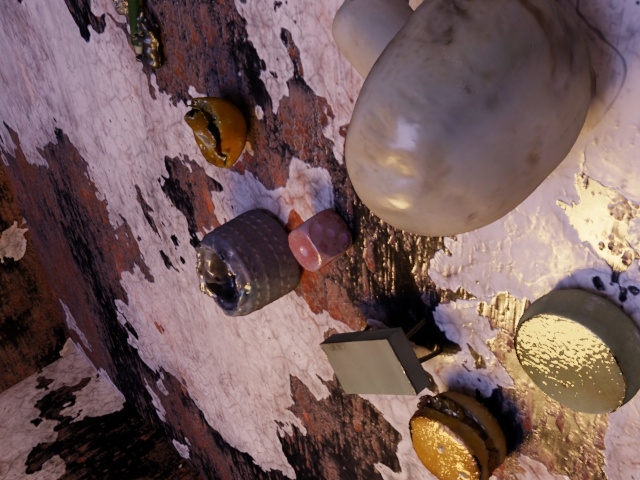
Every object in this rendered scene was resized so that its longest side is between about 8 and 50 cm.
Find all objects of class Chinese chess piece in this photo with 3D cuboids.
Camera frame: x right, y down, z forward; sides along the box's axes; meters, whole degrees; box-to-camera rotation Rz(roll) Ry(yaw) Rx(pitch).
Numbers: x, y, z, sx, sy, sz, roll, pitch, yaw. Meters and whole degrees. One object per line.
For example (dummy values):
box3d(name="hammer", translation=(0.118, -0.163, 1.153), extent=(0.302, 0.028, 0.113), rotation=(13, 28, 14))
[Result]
box3d(name="Chinese chess piece", translation=(0.374, 0.159, 1.074), extent=(0.188, 0.083, 0.188), rotation=(32, 140, 31))

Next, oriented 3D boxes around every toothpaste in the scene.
box3d(name="toothpaste", translation=(-0.401, -0.490, 1.622), extent=(0.031, 0.049, 0.204), rotation=(27, 144, 10))

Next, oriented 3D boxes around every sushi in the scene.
box3d(name="sushi", translation=(-0.427, -0.535, 1.629), extent=(0.046, 0.044, 0.083), rotation=(6, 127, 27))

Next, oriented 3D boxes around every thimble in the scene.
box3d(name="thimble", translation=(-0.168, 0.056, 1.654), extent=(0.205, 0.172, 0.236), rotation=(56, 151, 9))

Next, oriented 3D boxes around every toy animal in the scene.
box3d(name="toy animal", translation=(-0.375, -0.438, 1.625), extent=(0.065, 0.047, 0.135), rotation=(30, 138, 29))

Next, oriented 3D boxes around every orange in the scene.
box3d(name="orange", translation=(-0.207, -0.228, 1.514), extent=(0.160, 0.112, 0.170), rotation=(60, 174, -25))

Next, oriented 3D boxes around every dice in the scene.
box3d(name="dice", translation=(0.000, 0.000, 1.442), extent=(0.093, 0.091, 0.094), rotation=(57, 148, 2))

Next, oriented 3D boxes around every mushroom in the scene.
box3d(name="mushroom", translation=(0.144, -0.185, 0.913), extent=(0.336, 0.314, 0.314), rotation=(56, 153, 35))

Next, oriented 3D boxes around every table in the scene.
box3d(name="table", translation=(0.123, 0.219, 1.444), extent=(0.240, 0.111, 0.121), rotation=(-17, 103, 58))

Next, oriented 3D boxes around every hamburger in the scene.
box3d(name="hamburger", translation=(0.252, 0.363, 1.386), extent=(0.191, 0.118, 0.182), rotation=(41, 142, 20))
